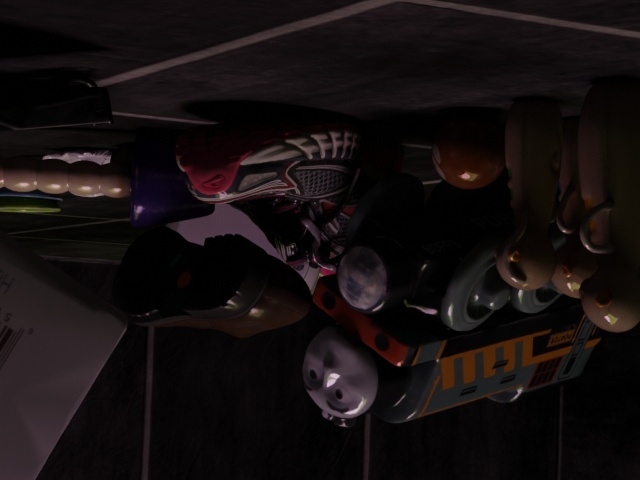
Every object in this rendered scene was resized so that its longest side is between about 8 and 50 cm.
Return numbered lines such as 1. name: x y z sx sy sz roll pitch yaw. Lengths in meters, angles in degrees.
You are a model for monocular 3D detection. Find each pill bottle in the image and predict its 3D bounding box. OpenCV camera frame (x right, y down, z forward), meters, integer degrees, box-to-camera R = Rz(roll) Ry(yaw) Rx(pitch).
1. pill bottle: -0.074 0.011 1.738 0.153 0.153 0.265 2 176 -3

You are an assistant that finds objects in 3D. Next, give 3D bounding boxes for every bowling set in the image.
1. bowling set: 0.176 -0.011 1.235 0.200 0.154 0.287 -1 175 34

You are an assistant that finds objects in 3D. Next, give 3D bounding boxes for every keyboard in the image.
1. keyboard: -0.264 -0.085 1.128 0.317 0.033 0.201 3 -173 31

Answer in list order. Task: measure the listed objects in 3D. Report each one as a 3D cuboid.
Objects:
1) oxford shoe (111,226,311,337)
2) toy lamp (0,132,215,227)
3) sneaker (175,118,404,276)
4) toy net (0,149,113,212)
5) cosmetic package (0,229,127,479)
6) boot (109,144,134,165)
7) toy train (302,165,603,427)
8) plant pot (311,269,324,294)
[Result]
1. oxford shoe: -0.089 0.043 1.428 0.096 0.083 0.227 26 170 -34
2. toy lamp: -0.219 -0.053 1.439 0.274 0.080 0.080 3 176 -5
3. sneaker: -0.010 -0.031 1.380 0.121 0.112 0.299 0 175 25
4. toy net: -0.223 -0.052 1.681 0.122 0.045 0.232 4 176 -26
5. cosmetic package: -0.357 0.040 1.317 0.230 0.161 0.453 38 164 -30
6. boot: -0.110 -0.063 1.553 0.114 0.037 0.106 -1 -179 -39
7. toy train: 0.120 0.045 1.404 0.142 0.190 0.334 35 -152 30
8. plant pot: 0.000 0.000 1.963 0.096 0.109 0.109 18 169 -27
